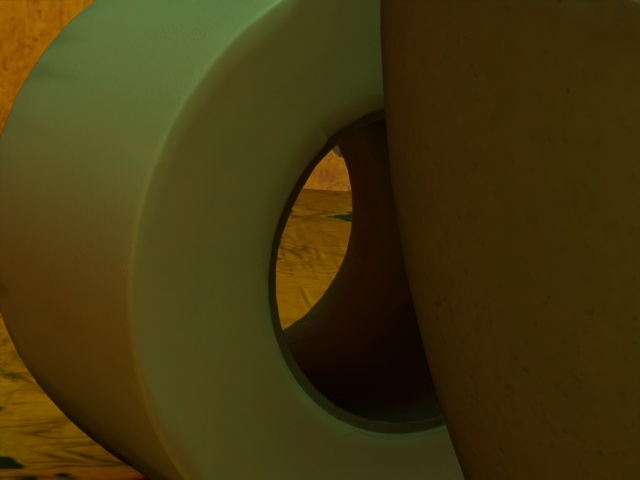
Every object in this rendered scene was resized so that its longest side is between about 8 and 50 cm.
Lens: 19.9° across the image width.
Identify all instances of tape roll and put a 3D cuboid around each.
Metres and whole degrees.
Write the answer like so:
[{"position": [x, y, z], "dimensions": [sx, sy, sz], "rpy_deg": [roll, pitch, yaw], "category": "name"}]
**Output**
[{"position": [0.000, 0.000, 0.772], "dimensions": [0.246, 0.246, 0.169], "rpy_deg": [0, 9, -28], "category": "tape roll"}]

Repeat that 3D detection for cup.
[{"position": [0.165, 0.021, 0.605], "dimensions": [0.331, 0.237, 0.331], "rpy_deg": [9, 19, -3], "category": "cup"}]
